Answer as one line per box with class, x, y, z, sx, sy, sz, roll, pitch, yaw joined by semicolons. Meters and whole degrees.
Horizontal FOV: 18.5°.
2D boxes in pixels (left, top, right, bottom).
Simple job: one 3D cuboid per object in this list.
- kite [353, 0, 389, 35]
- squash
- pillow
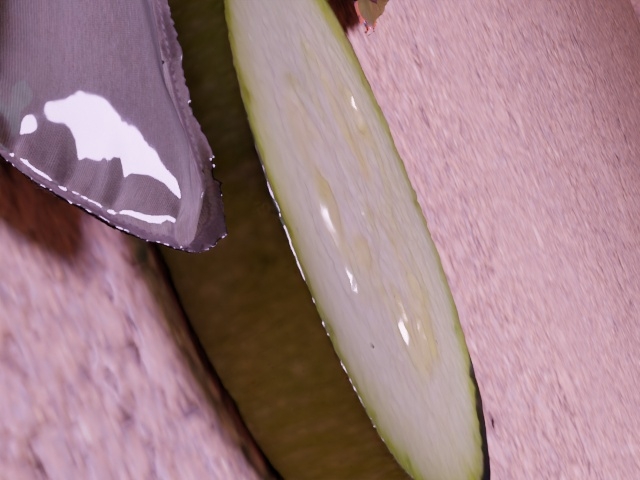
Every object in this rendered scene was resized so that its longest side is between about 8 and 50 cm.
kite;-0.010;-0.274;1.058;0.377;0.013;0.327;-68;144;-77
squash;0.000;0.000;0.766;0.252;0.049;0.252;-22;90;-77
pillow;-0.083;-0.101;0.624;0.131;0.038;0.232;35;35;-50
